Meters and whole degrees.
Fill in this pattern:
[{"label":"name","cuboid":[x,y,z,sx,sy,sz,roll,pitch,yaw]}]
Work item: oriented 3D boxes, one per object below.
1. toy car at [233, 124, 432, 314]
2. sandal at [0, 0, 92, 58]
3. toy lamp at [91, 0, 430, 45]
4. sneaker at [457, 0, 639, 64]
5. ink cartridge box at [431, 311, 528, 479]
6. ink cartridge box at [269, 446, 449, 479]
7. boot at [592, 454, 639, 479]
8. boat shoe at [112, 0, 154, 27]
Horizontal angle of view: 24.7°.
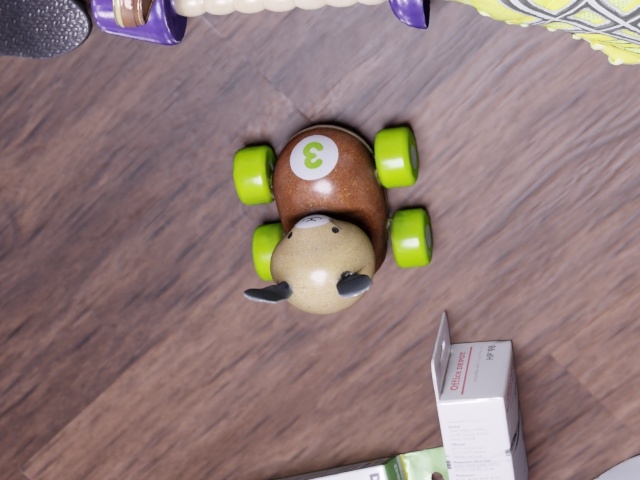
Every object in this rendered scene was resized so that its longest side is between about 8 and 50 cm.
[{"label":"toy car","cuboid":[0.000,0.000,1.212,0.155,0.188,0.149,-6,114,14]},{"label":"sandal","cuboid":[-0.270,-0.188,1.267,0.179,0.040,0.067,-5,109,30]},{"label":"toy lamp","cuboid":[-0.050,-0.201,1.191,0.274,0.080,0.080,-1,115,9]},{"label":"sneaker","cuboid":[0.201,-0.192,1.075,0.384,0.145,0.147,3,137,-3]},{"label":"ink cartridge box","cuboid":[0.145,0.162,1.307,0.060,0.104,0.180,-4,115,14]},{"label":"ink cartridge box","cuboid":[0.035,0.269,1.386,0.209,0.062,0.109,-14,88,17]},{"label":"boot","cuboid":[0.289,0.285,1.355,0.258,0.095,0.123,-29,113,31]},{"label":"boat shoe","cuboid":[-0.124,-0.250,1.146,0.060,0.064,0.178,11,76,4]}]
